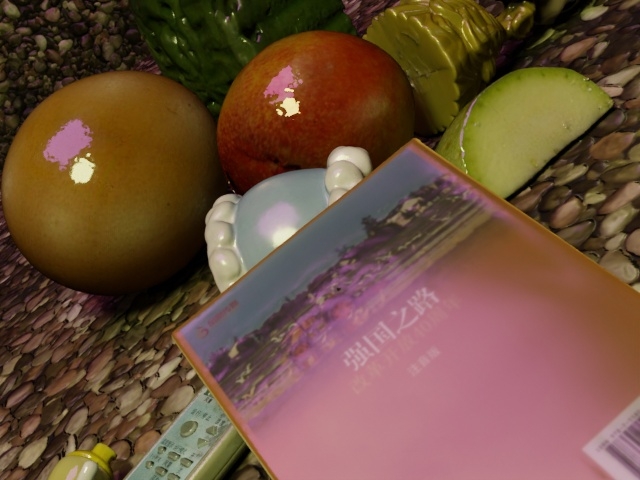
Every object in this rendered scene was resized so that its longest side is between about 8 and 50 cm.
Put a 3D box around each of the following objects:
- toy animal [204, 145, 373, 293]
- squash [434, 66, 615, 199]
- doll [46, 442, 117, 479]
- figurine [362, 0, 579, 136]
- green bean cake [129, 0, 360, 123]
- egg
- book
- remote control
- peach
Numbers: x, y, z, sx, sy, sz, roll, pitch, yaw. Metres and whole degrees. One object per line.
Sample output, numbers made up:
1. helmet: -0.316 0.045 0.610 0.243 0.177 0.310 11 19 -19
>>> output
1. toy animal: 0.000 0.000 0.777 0.204 0.156 0.208 -24 24 14
2. squash: 0.180 -0.131 0.872 0.192 0.085 0.184 -39 27 -10
3. doll: -0.244 0.262 0.743 0.106 0.062 0.162 -50 8 46
4. figurine: 0.226 -0.279 1.026 0.315 0.168 0.187 -34 -15 -18
5. green bean cake: -0.123 -0.296 1.247 0.218 0.335 0.319 -40 22 -31
6. egg: -0.268 -0.083 1.097 0.282 0.283 0.351 -19 32 31
7. book: 0.081 0.092 0.547 0.262 0.028 0.374 -40 47 -7
8. remote control: -0.116 0.194 0.739 0.098 0.038 0.233 4 45 52
9. peach: -0.006 -0.128 0.942 0.231 0.231 0.231 -28 27 16
